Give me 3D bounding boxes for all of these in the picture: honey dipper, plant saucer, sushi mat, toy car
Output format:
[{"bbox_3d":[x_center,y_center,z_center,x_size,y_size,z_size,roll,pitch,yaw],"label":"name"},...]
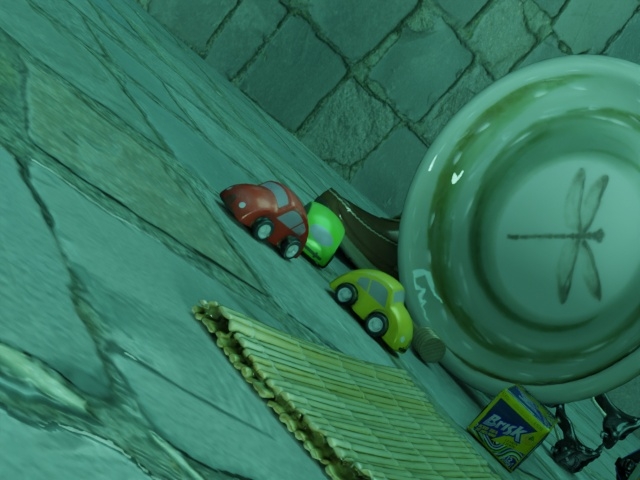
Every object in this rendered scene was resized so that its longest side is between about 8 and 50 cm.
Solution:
[{"bbox_3d":[0.103,0.098,1.172,0.030,0.030,0.161,40,2,-17],"label":"honey dipper"},{"bbox_3d":[0.275,-0.008,1.182,0.100,0.400,0.400,22,19,-48],"label":"plant saucer"},{"bbox_3d":[0.039,0.115,0.674,0.151,0.019,0.316,46,7,26],"label":"sushi mat"},{"bbox_3d":[0.000,0.000,1.060,0.239,0.053,0.225,41,6,-13],"label":"toy car"}]

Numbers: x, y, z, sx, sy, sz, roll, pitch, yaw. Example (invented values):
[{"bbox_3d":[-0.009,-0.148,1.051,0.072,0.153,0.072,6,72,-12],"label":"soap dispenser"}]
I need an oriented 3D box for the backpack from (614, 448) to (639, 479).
[{"bbox_3d":[0.476,0.334,1.308,0.173,0.158,0.117,63,-1,35],"label":"backpack"}]

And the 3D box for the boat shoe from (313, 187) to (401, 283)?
[{"bbox_3d":[0.116,0.014,1.393,0.324,0.116,0.123,37,8,-38],"label":"boat shoe"}]

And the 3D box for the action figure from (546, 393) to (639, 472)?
[{"bbox_3d":[0.276,0.151,1.310,0.276,0.164,0.141,54,29,18],"label":"action figure"}]

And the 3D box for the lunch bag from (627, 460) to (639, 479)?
[{"bbox_3d":[0.289,0.195,0.720,0.160,0.223,0.262,37,2,39],"label":"lunch bag"}]

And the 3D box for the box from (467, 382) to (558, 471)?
[{"bbox_3d":[0.191,0.180,1.017,0.059,0.054,0.169,44,7,15],"label":"box"}]
